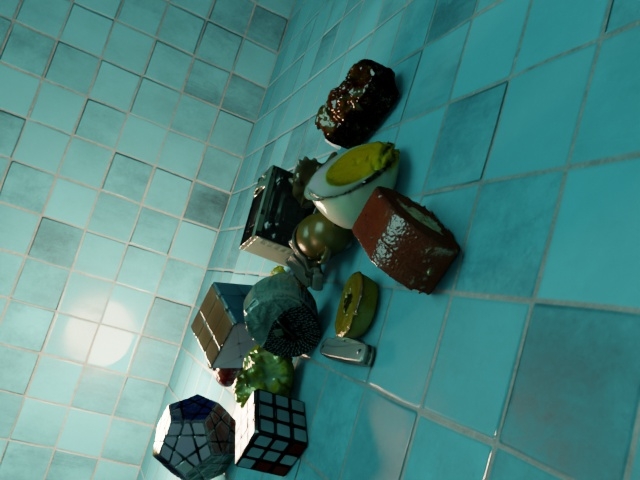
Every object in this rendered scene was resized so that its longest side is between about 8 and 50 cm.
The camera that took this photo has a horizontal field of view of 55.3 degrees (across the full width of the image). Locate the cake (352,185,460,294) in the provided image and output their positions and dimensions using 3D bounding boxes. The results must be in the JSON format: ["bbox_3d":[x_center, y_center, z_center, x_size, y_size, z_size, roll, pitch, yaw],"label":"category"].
[{"bbox_3d":[0.183,-0.007,1.382,0.151,0.177,0.283,-62,22,23],"label":"cake"}]

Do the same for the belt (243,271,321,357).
[{"bbox_3d":[-0.117,0.227,1.834,0.207,0.257,0.150,-36,29,11],"label":"belt"}]

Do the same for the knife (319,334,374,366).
[{"bbox_3d":[0.068,0.287,1.604,0.073,0.041,0.265,-66,18,-12],"label":"knife"}]

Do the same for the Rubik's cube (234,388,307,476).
[{"bbox_3d":[-0.145,0.546,1.736,0.162,0.163,0.160,-57,23,28],"label":"Rubik's cube"}]

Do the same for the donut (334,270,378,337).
[{"bbox_3d":[0.096,0.174,1.608,0.162,0.065,0.178,160,126,-71],"label":"donut"}]

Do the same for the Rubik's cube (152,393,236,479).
[{"bbox_3d":[-0.453,0.724,2.224,0.319,0.319,0.264,-129,33,-67],"label":"Rubik's cube"}]

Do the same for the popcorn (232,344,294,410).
[{"bbox_3d":[-0.173,0.435,1.892,0.204,0.184,0.221,-55,11,45],"label":"popcorn"}]

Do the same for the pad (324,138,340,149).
[{"bbox_3d":[0.073,-0.435,2.339,0.156,0.004,0.232,-65,20,12],"label":"pad"}]

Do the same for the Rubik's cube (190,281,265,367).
[{"bbox_3d":[-0.295,0.305,2.193,0.224,0.231,0.221,51,121,41],"label":"Rubik's cube"}]

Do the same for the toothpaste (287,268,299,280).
[{"bbox_3d":[-0.065,0.097,2.133,0.193,0.044,0.070,-54,26,38],"label":"toothpaste"}]

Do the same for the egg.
[{"bbox_3d":[0.111,-0.149,1.726,0.264,0.174,0.286,2,45,44],"label":"egg"}]

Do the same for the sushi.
[{"bbox_3d":[0.109,-0.446,2.000,0.343,0.182,0.196,-44,25,45],"label":"sushi"}]

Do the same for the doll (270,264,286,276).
[{"bbox_3d":[-0.175,0.174,2.324,0.106,0.062,0.162,168,119,-73],"label":"doll"}]

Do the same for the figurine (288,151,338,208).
[{"bbox_3d":[-0.005,-0.219,2.086,0.247,0.177,0.173,116,144,-51],"label":"figurine"}]

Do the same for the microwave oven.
[{"bbox_3d":[-0.141,-0.090,2.225,0.181,0.238,0.295,-37,36,57],"label":"microwave oven"}]

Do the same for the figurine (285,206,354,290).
[{"bbox_3d":[-0.001,0.001,1.879,0.285,0.167,0.342,127,134,-58],"label":"figurine"}]

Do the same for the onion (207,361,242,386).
[{"bbox_3d":[-0.362,0.490,2.410,0.098,0.151,0.205,31,117,56],"label":"onion"}]
